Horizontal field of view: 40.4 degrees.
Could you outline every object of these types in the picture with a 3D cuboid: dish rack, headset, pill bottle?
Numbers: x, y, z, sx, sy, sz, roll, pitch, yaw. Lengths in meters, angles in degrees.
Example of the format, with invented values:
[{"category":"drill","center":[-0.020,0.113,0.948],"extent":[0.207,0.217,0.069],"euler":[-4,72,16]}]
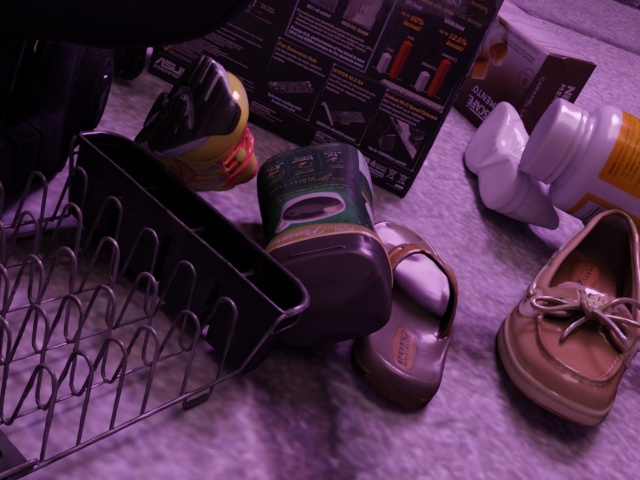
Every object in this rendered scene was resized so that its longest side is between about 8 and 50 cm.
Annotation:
[{"category":"dish rack","center":[-0.162,0.031,0.498],"extent":[0.208,0.074,0.271],"euler":[38,31,24]},{"category":"headset","center":[-0.264,-0.140,0.687],"extent":[0.243,0.185,0.394],"euler":[36,45,11]},{"category":"pill bottle","center":[0.318,-0.060,0.887],"extent":[0.215,0.117,0.117],"euler":[27,28,-2]}]

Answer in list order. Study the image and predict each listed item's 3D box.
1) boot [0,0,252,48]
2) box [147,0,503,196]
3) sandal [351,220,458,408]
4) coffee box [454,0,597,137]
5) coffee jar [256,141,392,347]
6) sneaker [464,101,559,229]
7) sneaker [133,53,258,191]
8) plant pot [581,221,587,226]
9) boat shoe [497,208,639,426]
[{"category":"boot","center":[-0.241,-0.092,0.382],"extent":[0.366,0.146,0.445],"euler":[8,34,6]},{"category":"box","center":[0.003,-0.220,0.872],"extent":[0.307,0.243,0.076],"euler":[26,28,4]},{"category":"sandal","center":[0.068,0.040,0.674],"extent":[0.090,0.060,0.219],"euler":[24,28,-2]},{"category":"coffee box","center":[0.242,-0.249,1.214],"extent":[0.098,0.141,0.246],"euler":[3,36,-35]},{"category":"coffee jar","center":[0.000,0.000,0.654],"extent":[0.096,0.079,0.184],"euler":[-11,32,4]},{"category":"sneaker","center":[0.227,-0.080,1.004],"extent":[0.094,0.080,0.212],"euler":[29,33,-16]},{"category":"sneaker","center":[-0.082,-0.080,0.675],"extent":[0.094,0.082,0.208],"euler":[31,-8,-18]},{"category":"plant pot","center":[0.353,-0.013,0.980],"extent":[0.083,0.083,0.079],"euler":[-1,50,-39]},{"category":"boat shoe","center":[0.223,0.052,0.743],"extent":[0.104,0.089,0.285],"euler":[28,28,5]}]
